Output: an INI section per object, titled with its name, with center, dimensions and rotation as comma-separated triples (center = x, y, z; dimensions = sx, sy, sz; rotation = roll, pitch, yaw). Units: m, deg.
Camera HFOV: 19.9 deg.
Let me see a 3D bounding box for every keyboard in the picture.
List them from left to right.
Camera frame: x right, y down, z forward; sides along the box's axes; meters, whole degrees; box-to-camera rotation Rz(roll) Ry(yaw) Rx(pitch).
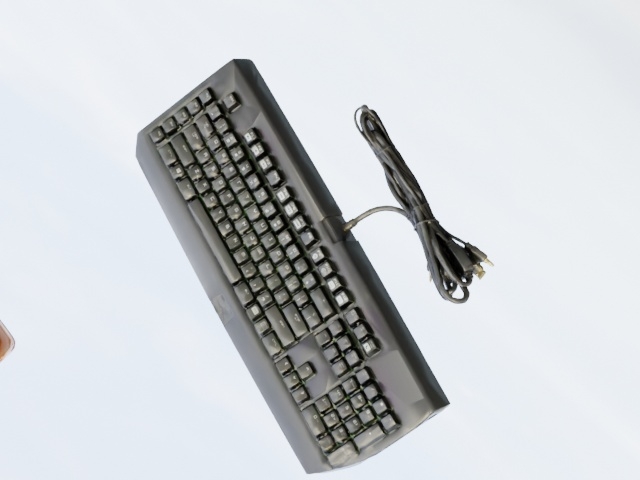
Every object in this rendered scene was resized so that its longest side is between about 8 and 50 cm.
[keyboard]
center = 0.000, 0.000, 1.352
dimensions = 0.317, 0.201, 0.033
rotation = 60, -166, 17

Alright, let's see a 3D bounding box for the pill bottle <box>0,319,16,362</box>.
[pill bottle]
center = -0.193, -0.040, 0.520
dimensions = 0.245, 0.130, 0.130
rotation = 54, -164, -5
